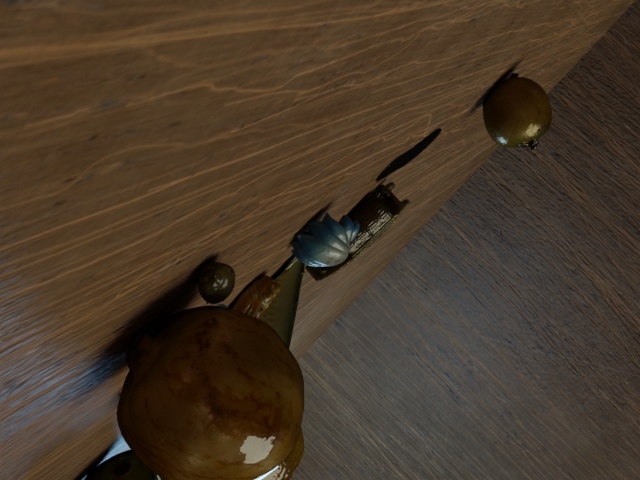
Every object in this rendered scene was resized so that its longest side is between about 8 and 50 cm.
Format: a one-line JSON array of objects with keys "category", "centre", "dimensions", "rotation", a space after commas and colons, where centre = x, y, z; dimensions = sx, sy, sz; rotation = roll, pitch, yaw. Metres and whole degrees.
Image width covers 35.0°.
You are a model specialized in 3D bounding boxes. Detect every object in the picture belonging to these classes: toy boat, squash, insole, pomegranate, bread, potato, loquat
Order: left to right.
[{"category": "pomegranate", "centre": [-0.357, 0.482, 1.825], "dimensions": [0.159, 0.190, 0.241], "rotation": [-17, 170, -8]}, {"category": "pomegranate", "centre": [-0.135, 0.187, 1.219], "dimensions": [0.248, 0.248, 0.248], "rotation": [-44, 173, -7]}, {"category": "potato", "centre": [-0.123, 0.050, 1.211], "dimensions": [0.046, 0.045, 0.092], "rotation": [-8, 164, -6]}, {"category": "squash", "centre": [-0.123, 0.121, 1.724], "dimensions": [0.093, 0.169, 0.252], "rotation": [27, 74, -86]}, {"category": "bread", "centre": [-0.107, 0.102, 1.603], "dimensions": [0.110, 0.044, 0.083], "rotation": [-51, 173, 24]}, {"category": "toy boat", "centre": [0.063, -0.014, 1.853], "dimensions": [0.226, 0.068, 0.088], "rotation": [-43, 168, 5]}, {"category": "insole", "centre": [0.160, -0.153, 1.839], "dimensions": [0.232, 0.003, 0.080], "rotation": [-36, 168, -51]}, {"category": "loquat", "centre": [0.400, -0.257, 2.059], "dimensions": [0.137, 0.163, 0.163], "rotation": [-15, 179, 12]}]

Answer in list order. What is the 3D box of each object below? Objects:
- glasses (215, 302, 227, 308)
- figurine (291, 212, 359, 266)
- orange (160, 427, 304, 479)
[{"category": "glasses", "centre": [-0.216, 0.187, 1.506], "dimensions": [0.189, 0.088, 0.220], "rotation": [88, 27, -79]}, {"category": "figurine", "centre": [0.000, 0.000, 1.574], "dimensions": [0.114, 0.079, 0.114], "rotation": [-11, 149, -7]}, {"category": "orange", "centre": [-0.167, 0.368, 1.847], "dimensions": [0.274, 0.274, 0.274], "rotation": [-44, 173, -7]}]
